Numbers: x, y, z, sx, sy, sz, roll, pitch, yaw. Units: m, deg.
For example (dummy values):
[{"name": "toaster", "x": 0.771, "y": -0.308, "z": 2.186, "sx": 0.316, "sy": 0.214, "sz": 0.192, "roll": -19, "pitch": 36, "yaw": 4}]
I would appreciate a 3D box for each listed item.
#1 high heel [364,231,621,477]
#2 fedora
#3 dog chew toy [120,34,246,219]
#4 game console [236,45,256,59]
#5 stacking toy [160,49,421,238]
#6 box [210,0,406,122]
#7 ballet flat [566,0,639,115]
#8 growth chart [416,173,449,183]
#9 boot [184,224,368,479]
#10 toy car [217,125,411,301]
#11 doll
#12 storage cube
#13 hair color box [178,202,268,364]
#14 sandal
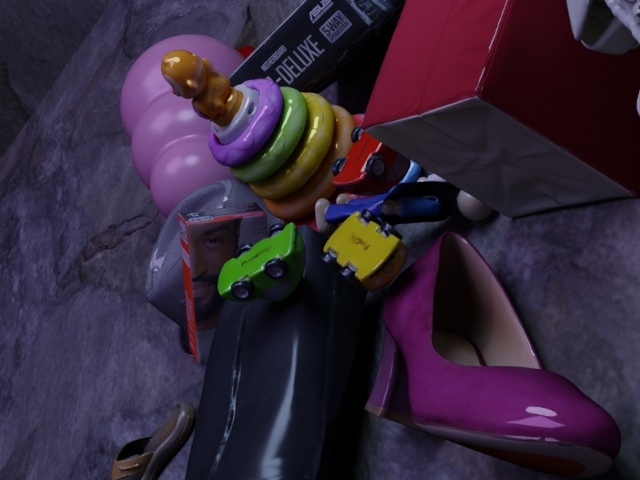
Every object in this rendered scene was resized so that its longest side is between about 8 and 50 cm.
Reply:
[{"name": "high heel", "x": 0.135, "y": 0.074, "z": 1.069, "sx": 0.377, "sy": 0.127, "sz": 0.181, "roll": 4, "pitch": 73, "yaw": 68}, {"name": "fedora", "x": -0.124, "y": 0.013, "z": 1.676, "sx": 0.275, "sy": 0.124, "sz": 0.244, "roll": -40, "pitch": 28, "yaw": 34}, {"name": "dog chew toy", "x": -0.175, "y": -0.142, "z": 1.907, "sx": 0.206, "sy": 0.206, "sz": 0.332, "roll": -45, "pitch": 34, "yaw": 26}, {"name": "game console", "x": -0.144, "y": -0.247, "z": 2.199, "sx": 0.144, "sy": 0.085, "sz": 0.124, "roll": -135, "pitch": 48, "yaw": -67}, {"name": "stacking toy", "x": -0.054, "y": -0.114, "z": 1.470, "sx": 0.166, "sy": 0.301, "sz": 0.175, "roll": -51, "pitch": 34, "yaw": 12}, {"name": "box", "x": 0.016, "y": -0.250, "z": 1.656, "sx": 0.242, "sy": 0.076, "sz": 0.307, "roll": -40, "pitch": 2, "yaw": 34}, {"name": "ballet flat", "x": 0.257, "y": -0.162, "z": 1.010, "sx": 0.147, "sy": 0.147, "sz": 0.409, "roll": -46, "pitch": 50, "yaw": 23}, {"name": "growth chart", "x": 0.168, "y": -0.170, "z": 1.397, "sx": 0.172, "sy": 0.021, "sz": 0.237, "roll": -3, "pitch": 73, "yaw": 60}, {"name": "boot", "x": -0.113, "y": 0.234, "z": 1.333, "sx": 0.367, "sy": 0.146, "sz": 0.445, "roll": -31, "pitch": 36, "yaw": 31}, {"name": "toy car", "x": 0.000, "y": 0.000, "z": 1.282, "sx": 0.225, "sy": 0.053, "sz": 0.239, "roll": -31, "pitch": 32, "yaw": 27}, {"name": "doll", "x": 0.091, "y": -0.036, "z": 1.360, "sx": 0.189, "sy": 0.129, "sz": 0.046, "roll": -6, "pitch": 97, "yaw": 39}, {"name": "storage cube", "x": 0.179, "y": -0.153, "z": 1.194, "sx": 0.183, "sy": 0.215, "sz": 0.193, "roll": -9, "pitch": 57, "yaw": 59}, {"name": "hair color box", "x": -0.104, "y": 0.048, "z": 1.525, "sx": 0.053, "sy": 0.093, "sz": 0.167, "roll": -138, "pitch": 42, "yaw": -67}, {"name": "sandal", "x": -0.217, "y": 0.261, "z": 1.630, "sx": 0.180, "sy": 0.049, "sz": 0.072, "roll": -54, "pitch": 23, "yaw": 6}]
